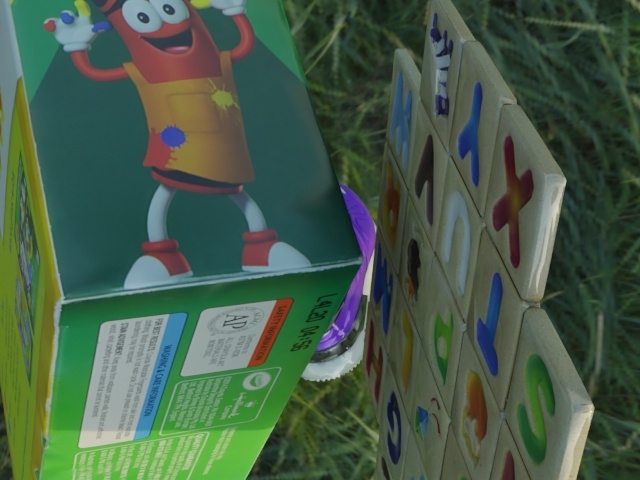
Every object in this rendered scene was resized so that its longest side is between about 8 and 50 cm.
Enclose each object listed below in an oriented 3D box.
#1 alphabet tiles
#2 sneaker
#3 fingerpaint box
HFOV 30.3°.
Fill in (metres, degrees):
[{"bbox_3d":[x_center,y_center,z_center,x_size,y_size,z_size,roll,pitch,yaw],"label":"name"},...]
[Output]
[{"bbox_3d":[0.060,0.070,0.583,0.011,0.285,0.342,-3,126,-10],"label":"alphabet tiles"},{"bbox_3d":[0.001,0.000,1.276,0.102,0.293,0.146,-13,127,11],"label":"sneaker"},{"bbox_3d":[-0.142,-0.027,0.814,0.163,0.445,0.371,-7,61,-19],"label":"fingerpaint box"}]
